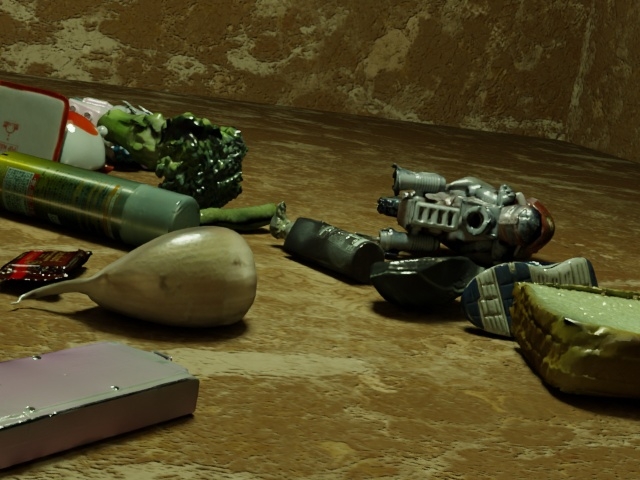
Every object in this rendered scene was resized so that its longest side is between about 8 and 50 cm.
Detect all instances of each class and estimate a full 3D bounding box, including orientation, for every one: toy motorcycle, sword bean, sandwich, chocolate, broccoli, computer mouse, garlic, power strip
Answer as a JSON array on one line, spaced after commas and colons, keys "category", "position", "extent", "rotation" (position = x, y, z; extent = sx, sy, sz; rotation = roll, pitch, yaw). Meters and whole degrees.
[{"category": "toy motorcycle", "position": [-0.342, -0.187, 2.327], "extent": [0.239, 0.108, 0.204], "rotation": [11, 11, 5]}, {"category": "sword bean", "position": [-0.154, -0.030, 1.860], "extent": [0.038, 0.043, 0.269], "rotation": [24, 16, 34]}, {"category": "sandwich", "position": [0.347, 0.115, 1.447], "extent": [0.251, 0.087, 0.226], "rotation": [6, 10, -8]}, {"category": "chocolate", "position": [-0.303, 0.029, 1.469], "extent": [0.086, 0.028, 0.182], "rotation": [1, 11, -2]}, {"category": "broccoli", "position": [-0.240, -0.138, 2.014], "extent": [0.165, 0.146, 0.304], "rotation": [17, 8, -44]}, {"category": "computer mouse", "position": [0.132, 0.052, 1.636], "extent": [0.105, 0.062, 0.192], "rotation": [-7, -6, 35]}, {"category": "toy motorcycle", "position": [0.183, -0.034, 1.965], "extent": [0.400, 0.134, 0.207], "rotation": [8, 5, -18]}, {"category": "garlic", "position": [-0.167, 0.042, 1.372], "extent": [0.266, 0.148, 0.128], "rotation": [5, 47, -44]}, {"category": "power strip", "position": [-0.209, 0.123, 1.034], "extent": [0.109, 0.038, 0.279], "rotation": [17, 12, 30]}]

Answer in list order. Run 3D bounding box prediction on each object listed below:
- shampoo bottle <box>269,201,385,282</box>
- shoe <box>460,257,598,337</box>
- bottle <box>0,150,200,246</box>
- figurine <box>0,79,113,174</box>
[{"category": "shampoo bottle", "position": [0.001, 0.001, 1.789], "extent": [0.057, 0.064, 0.207], "rotation": [16, 4, -41]}, {"category": "shoe", "position": [0.245, 0.072, 1.629], "extent": [0.207, 0.092, 0.106], "rotation": [-6, -7, -40]}, {"category": "bottle", "position": [-0.295, -0.049, 1.729], "extent": [0.286, 0.082, 0.082], "rotation": [15, 12, 23]}, {"category": "figurine", "position": [-0.398, -0.136, 1.975], "extent": [0.183, 0.160, 0.226], "rotation": [15, 3, 23]}]
